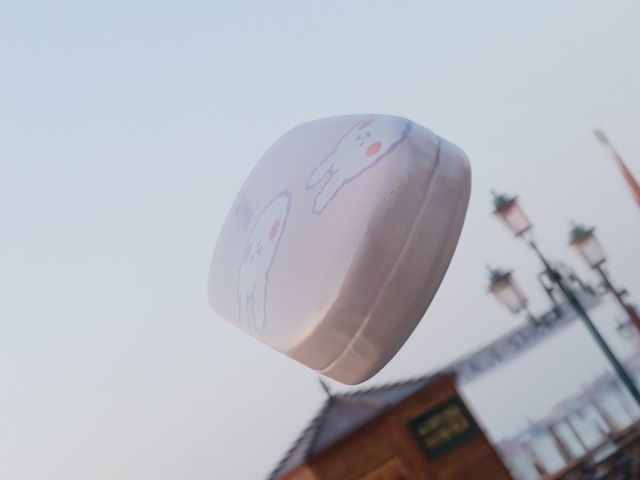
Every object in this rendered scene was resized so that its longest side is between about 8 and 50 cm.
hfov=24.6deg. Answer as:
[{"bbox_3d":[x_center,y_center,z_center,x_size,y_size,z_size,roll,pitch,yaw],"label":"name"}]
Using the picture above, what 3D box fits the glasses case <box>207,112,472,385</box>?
[{"bbox_3d":[0.000,0.000,0.710,0.113,0.075,0.297,-65,11,-4],"label":"glasses case"}]
